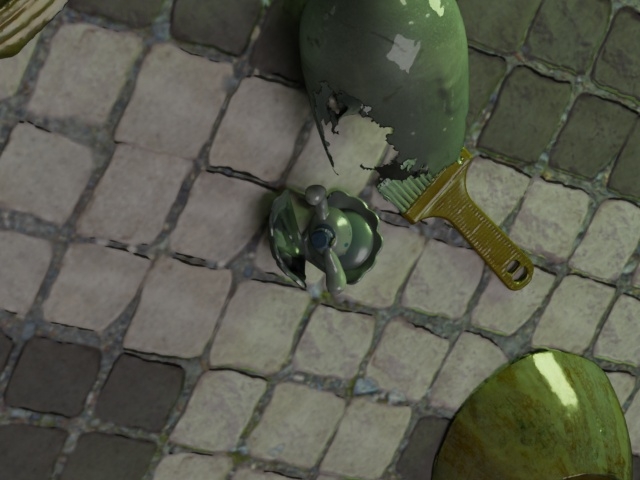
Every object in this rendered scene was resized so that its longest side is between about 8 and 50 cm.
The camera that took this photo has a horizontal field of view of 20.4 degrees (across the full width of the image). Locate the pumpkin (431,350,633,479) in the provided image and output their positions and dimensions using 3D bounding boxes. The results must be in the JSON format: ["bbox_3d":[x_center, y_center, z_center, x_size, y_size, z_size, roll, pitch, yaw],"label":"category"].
[{"bbox_3d":[0.224,0.227,1.717,0.217,0.110,0.217,-18,129,-23],"label":"pumpkin"}]

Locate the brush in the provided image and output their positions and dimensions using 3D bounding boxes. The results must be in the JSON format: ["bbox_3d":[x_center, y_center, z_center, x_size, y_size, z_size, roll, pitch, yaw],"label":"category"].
[{"bbox_3d":[0.132,-0.019,1.582,0.082,0.010,0.218,-48,130,-1],"label":"brush"}]

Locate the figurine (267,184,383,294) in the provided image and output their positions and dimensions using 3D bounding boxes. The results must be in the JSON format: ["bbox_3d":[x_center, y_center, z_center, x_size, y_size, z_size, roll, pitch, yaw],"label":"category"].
[{"bbox_3d":[0.000,0.000,1.465,0.082,0.094,0.086,-16,166,20],"label":"figurine"}]

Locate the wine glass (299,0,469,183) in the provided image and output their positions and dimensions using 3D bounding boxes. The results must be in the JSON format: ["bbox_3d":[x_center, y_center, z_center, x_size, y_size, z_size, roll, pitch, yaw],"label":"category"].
[{"bbox_3d":[0.041,-0.198,1.348,0.143,0.143,0.321,-24,125,-18],"label":"wine glass"}]

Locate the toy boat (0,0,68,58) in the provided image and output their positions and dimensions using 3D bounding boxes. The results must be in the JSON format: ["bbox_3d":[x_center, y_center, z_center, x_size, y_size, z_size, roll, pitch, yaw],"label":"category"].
[{"bbox_3d":[-0.207,-0.189,1.253,0.066,0.065,0.172,41,88,-20],"label":"toy boat"}]
